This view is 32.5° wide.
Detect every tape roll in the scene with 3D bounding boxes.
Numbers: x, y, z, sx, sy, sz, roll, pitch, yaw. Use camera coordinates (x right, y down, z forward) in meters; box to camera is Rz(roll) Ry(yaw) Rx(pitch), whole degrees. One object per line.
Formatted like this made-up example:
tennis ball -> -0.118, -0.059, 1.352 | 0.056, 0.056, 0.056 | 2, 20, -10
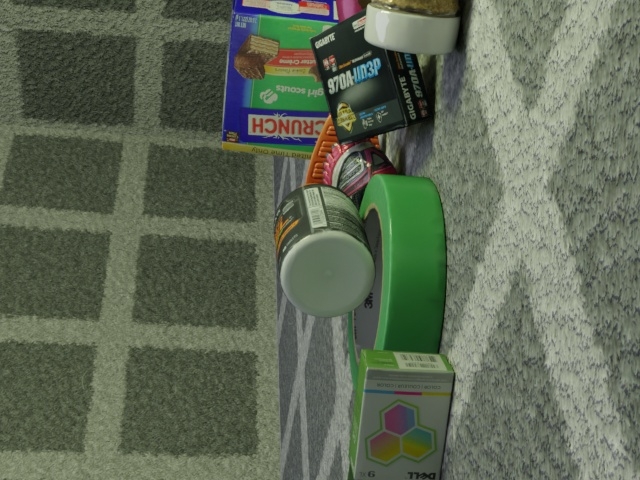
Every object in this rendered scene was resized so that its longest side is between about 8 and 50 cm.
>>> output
tape roll -> 0.101, 0.068, 1.545 | 0.321, 0.077, 0.321 | -177, 90, -83

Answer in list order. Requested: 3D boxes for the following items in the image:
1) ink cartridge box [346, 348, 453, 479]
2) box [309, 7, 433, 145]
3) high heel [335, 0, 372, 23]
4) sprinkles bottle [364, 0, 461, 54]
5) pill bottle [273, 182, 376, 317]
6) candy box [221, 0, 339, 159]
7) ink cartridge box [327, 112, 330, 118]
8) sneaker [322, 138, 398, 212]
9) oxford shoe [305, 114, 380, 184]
ink cartridge box -> 0.095, 0.243, 1.368 | 0.062, 0.109, 0.209 | -107, 22, -72
box -> 0.071, -0.240, 1.605 | 0.220, 0.051, 0.175 | -6, 101, 65
high heel -> 0.104, -0.425, 1.634 | 0.181, 0.127, 0.377 | -163, 73, -75
sprinkles bottle -> 0.134, -0.415, 1.364 | 0.121, 0.121, 0.355 | -106, 21, -69
pill bottle -> 0.000, 0.000, 1.557 | 0.245, 0.131, 0.130 | -103, 18, -66
candy box -> -0.057, -0.325, 2.210 | 0.122, 0.268, 0.317 | -90, 7, -52
ink cartridge box -> 0.044, -0.138, 2.093 | 0.127, 0.072, 0.175 | 103, 169, -48
sneaker -> 0.060, -0.025, 1.793 | 0.112, 0.121, 0.299 | 45, 148, 38
oxford shoe -> 0.035, -0.076, 1.951 | 0.132, 0.130, 0.363 | -88, 5, -68
